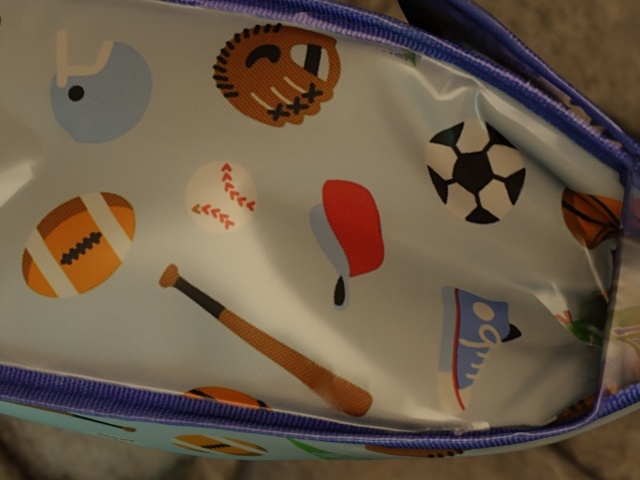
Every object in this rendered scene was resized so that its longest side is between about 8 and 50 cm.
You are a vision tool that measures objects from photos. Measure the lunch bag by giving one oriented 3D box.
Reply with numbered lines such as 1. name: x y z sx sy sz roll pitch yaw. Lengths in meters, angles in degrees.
1. lunch bag: 0.000 0.000 0.686 0.385 0.328 0.239 11 86 11
